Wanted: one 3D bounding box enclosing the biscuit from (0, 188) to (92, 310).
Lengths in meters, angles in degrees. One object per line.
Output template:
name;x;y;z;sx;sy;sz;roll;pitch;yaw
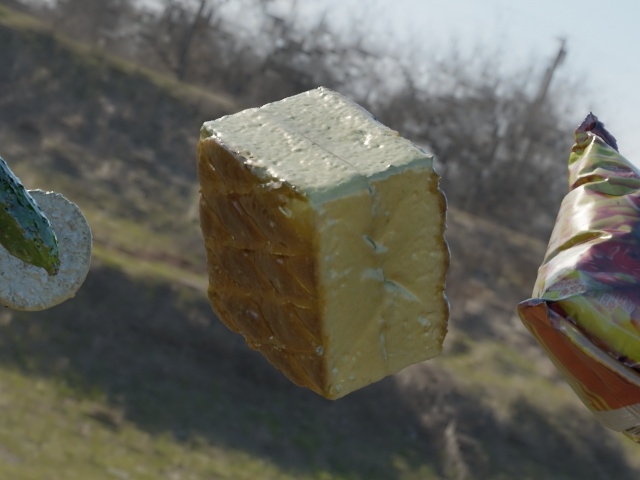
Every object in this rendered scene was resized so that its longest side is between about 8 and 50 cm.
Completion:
biscuit;-0.341;0.011;2.043;0.152;0.152;0.020;21;-12;10

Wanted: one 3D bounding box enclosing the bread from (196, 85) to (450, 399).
bread;0.000;0.000;2.048;0.207;0.279;0.279;-18;34;-26

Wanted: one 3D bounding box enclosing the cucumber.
cucumber;-0.325;-0.057;1.668;0.227;0.069;0.069;50;-3;-4

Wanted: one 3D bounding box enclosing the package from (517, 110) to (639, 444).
package;0.242;0.049;1.299;0.223;0.108;0.288;45;36;-10
